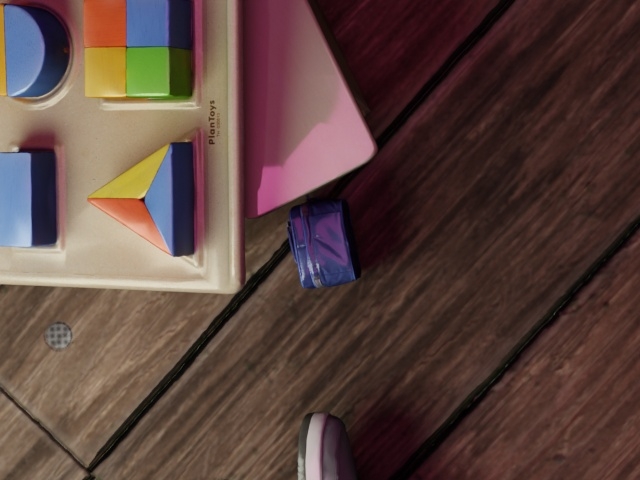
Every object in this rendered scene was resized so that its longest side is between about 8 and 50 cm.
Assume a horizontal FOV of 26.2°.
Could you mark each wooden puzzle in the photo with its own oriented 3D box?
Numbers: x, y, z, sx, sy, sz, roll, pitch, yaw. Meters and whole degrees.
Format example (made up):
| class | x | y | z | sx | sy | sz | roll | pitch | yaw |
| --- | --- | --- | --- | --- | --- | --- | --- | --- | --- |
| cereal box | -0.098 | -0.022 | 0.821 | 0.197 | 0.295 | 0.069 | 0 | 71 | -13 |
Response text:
| class | x | y | z | sx | sy | sz | roll | pitch | yaw |
| --- | --- | --- | --- | --- | --- | --- | --- | --- | --- |
| wooden puzzle | -0.233 | -0.111 | 1.347 | 0.348 | 0.080 | 0.322 | 2 | 95 | 26 |

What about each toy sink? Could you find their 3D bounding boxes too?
| class | x | y | z | sx | sy | sz | roll | pitch | yaw |
| --- | --- | --- | --- | --- | --- | --- | --- | --- | --- |
| toy sink | -0.045 | -0.150 | 1.392 | 0.153 | 0.131 | 0.234 | -27 | 82 | 9 |

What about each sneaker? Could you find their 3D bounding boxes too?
| class | x | y | z | sx | sy | sz | roll | pitch | yaw |
| --- | --- | --- | --- | --- | --- | --- | --- | --- | --- |
| sneaker | 0.084 | 0.307 | 1.384 | 0.178 | 0.124 | 0.295 | -10 | 98 | 14 |

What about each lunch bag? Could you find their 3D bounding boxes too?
| class | x | y | z | sx | sy | sz | roll | pitch | yaw |
| --- | --- | --- | --- | --- | --- | --- | --- | --- | --- |
| lunch bag | 0.000 | 0.000 | 1.420 | 0.065 | 0.067 | 0.098 | -11 | 89 | 9 |
